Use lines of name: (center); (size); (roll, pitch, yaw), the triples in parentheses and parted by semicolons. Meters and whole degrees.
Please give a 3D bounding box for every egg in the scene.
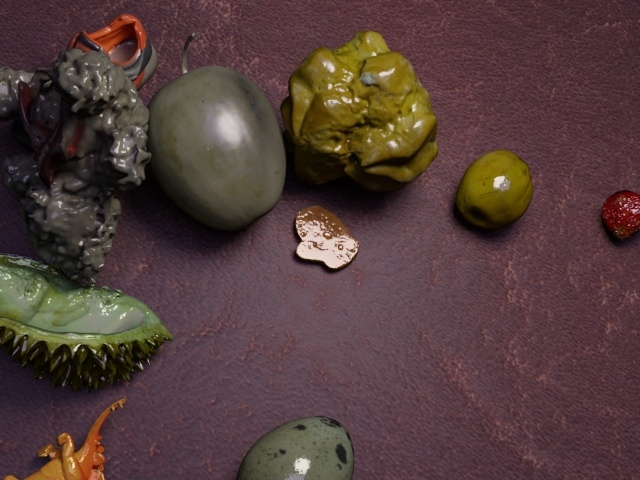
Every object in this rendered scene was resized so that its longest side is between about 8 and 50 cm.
egg: (-0.035, 0.381, 1.130); (0.177, 0.177, 0.228); (41, 52, 6)

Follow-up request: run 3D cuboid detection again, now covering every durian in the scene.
durian: (-0.452, 0.121, 1.162); (0.394, 0.163, 0.198); (24, 65, 5)

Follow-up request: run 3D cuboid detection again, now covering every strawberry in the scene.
strawberry: (0.641, -0.051, 1.460); (0.106, 0.106, 0.106); (4, 69, -9)

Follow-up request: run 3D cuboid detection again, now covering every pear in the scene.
pear: (0.353, -0.102, 1.397); (0.149, 0.149, 0.162); (40, 75, 5)

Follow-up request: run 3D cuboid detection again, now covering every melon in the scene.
melon: (-0.191, -0.170, 1.263); (0.271, 0.272, 0.308); (-13, 63, -15)

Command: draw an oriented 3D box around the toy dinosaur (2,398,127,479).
toy dinosaur: (-0.409, 0.378, 1.117); (0.288, 0.070, 0.117); (-36, 90, -17)

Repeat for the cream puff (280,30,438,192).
cream puff: (0.075, -0.199, 1.305); (0.270, 0.323, 0.274); (-43, 72, -8)

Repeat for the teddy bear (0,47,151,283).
teddy bear: (-0.422, -0.112, 1.159); (0.357, 0.224, 0.368); (5, 91, 35)

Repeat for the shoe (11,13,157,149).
shoe: (-0.441, -0.309, 1.311); (0.132, 0.171, 0.336); (39, 67, 5)

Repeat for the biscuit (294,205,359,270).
biscuit: (0.000, 0.000, 1.359); (0.118, 0.023, 0.140); (-32, 79, -20)
